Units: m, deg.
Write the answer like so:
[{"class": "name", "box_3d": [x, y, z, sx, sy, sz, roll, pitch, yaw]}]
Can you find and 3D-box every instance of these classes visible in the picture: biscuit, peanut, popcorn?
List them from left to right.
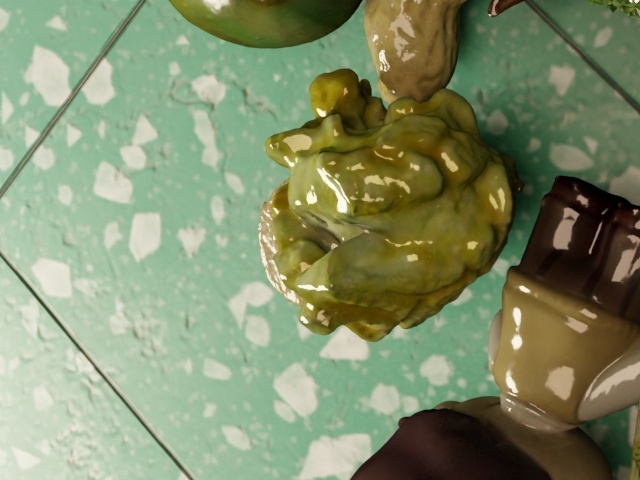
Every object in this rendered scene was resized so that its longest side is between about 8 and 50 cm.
[{"class": "biscuit", "box_3d": [0.000, 0.000, 1.414, 0.120, 0.015, 0.120, 3, 97, 29]}, {"class": "popcorn", "box_3d": [0.047, -0.029, 1.289, 0.185, 0.167, 0.187, 44, 127, 45]}, {"class": "peanut", "box_3d": [0.081, -0.189, 1.318, 0.082, 0.082, 0.187, 26, 107, 24]}]

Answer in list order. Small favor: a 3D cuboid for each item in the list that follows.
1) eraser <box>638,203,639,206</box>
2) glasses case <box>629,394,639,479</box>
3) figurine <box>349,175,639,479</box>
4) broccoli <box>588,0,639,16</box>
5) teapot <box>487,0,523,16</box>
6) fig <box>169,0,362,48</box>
[{"class": "eraser", "box_3d": [0.260, -0.048, 1.267, 0.027, 0.019, 0.099, 33, 108, 11]}, {"class": "glasses case", "box_3d": [0.287, 0.040, 1.093, 0.156, 0.098, 0.425, -8, 50, 31]}, {"class": "figurine", "box_3d": [0.154, 0.144, 1.276, 0.218, 0.206, 0.365, 28, 86, 25]}, {"class": "broccoli", "box_3d": [0.265, -0.282, 1.074, 0.413, 0.310, 0.321, 26, 81, 11]}, {"class": "teapot", "box_3d": [0.168, -0.236, 1.248, 0.116, 0.116, 0.173, 34, 109, 22]}, {"class": "fig", "box_3d": [-0.044, -0.228, 1.332, 0.181, 0.191, 0.181, -1, 112, -3]}]
